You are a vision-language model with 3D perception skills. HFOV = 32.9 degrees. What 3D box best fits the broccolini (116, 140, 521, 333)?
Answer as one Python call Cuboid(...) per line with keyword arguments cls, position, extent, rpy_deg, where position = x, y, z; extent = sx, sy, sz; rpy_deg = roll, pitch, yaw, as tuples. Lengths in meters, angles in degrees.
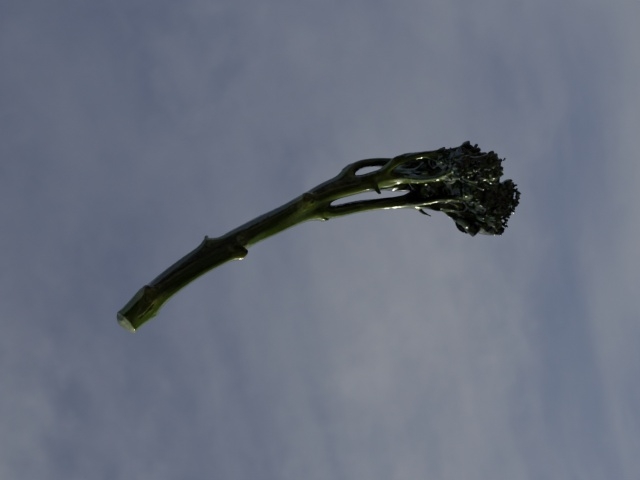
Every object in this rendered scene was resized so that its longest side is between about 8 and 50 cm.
Cuboid(cls="broccolini", position=(-0.002, -0.005, 0.494), extent=(0.052, 0.194, 0.054), rpy_deg=(-120, 13, -47))
